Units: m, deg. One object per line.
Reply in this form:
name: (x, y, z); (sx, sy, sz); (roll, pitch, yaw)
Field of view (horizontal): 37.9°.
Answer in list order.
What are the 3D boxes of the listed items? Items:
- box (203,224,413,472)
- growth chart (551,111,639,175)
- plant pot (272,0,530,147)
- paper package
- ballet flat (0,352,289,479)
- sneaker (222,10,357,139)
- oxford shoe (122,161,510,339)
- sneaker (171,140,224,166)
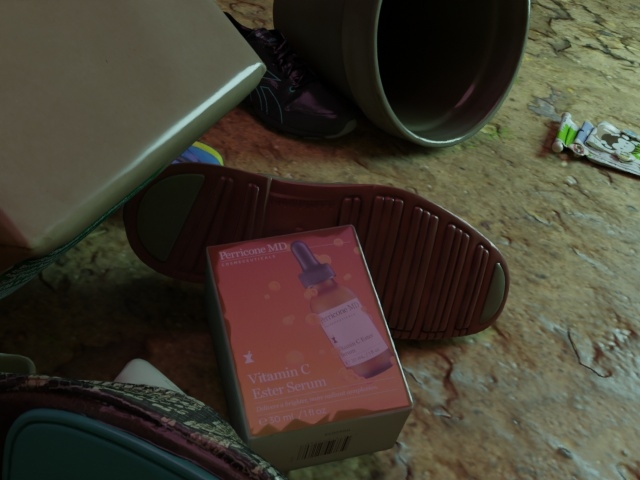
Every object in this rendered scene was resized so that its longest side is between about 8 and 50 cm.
box: (-0.017, 0.088, 0.757); (0.130, 0.091, 0.170); (-10, 59, -14)
growth chart: (0.466, -0.137, 1.411); (0.237, 0.021, 0.172); (17, 32, 5)
plant pot: (0.089, -0.317, 1.323); (0.323, 0.323, 0.280); (-18, 28, -39)
paper package: (-0.245, -0.144, 0.673); (0.309, 0.168, 0.325); (49, 38, -8)
ballet flat: (-0.211, 0.138, 0.632); (0.483, 0.164, 0.182); (10, 23, 1)
sneaker: (-0.065, -0.223, 1.273); (0.267, 0.106, 0.101); (28, 34, 20)
oxford shoe: (0.000, 0.000, 0.928); (0.397, 0.140, 0.146); (17, 1, -18)
sneaker: (-0.212, -0.084, 1.038); (0.209, 0.069, 0.082); (12, 36, -2)
